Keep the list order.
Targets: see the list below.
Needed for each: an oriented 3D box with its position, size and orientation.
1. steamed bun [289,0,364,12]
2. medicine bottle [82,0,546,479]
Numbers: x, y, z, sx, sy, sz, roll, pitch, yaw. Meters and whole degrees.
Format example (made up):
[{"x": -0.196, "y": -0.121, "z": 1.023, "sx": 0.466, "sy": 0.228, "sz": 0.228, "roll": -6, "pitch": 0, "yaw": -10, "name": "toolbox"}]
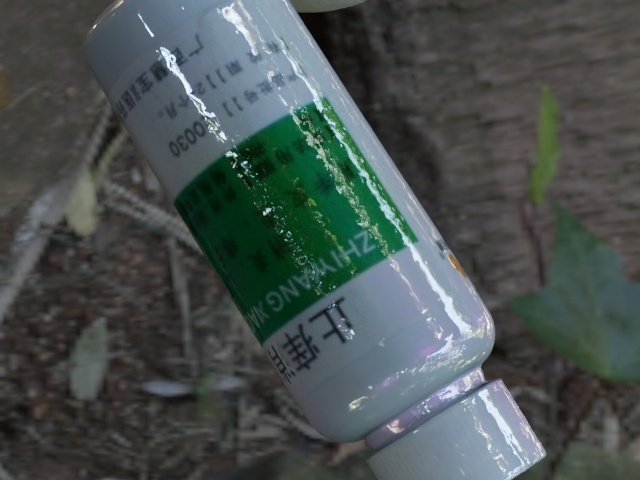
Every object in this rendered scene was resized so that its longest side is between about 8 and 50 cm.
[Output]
[{"x": -0.032, "y": -0.297, "z": 1.466, "sx": 0.283, "sy": 0.283, "sz": 0.177, "roll": 55, "pitch": 41, "yaw": -17, "name": "steamed bun"}, {"x": 0.000, "y": 0.000, "z": 0.834, "sx": 0.095, "sy": 0.095, "sz": 0.260, "roll": -30, "pitch": 82, "yaw": -32, "name": "medicine bottle"}]
